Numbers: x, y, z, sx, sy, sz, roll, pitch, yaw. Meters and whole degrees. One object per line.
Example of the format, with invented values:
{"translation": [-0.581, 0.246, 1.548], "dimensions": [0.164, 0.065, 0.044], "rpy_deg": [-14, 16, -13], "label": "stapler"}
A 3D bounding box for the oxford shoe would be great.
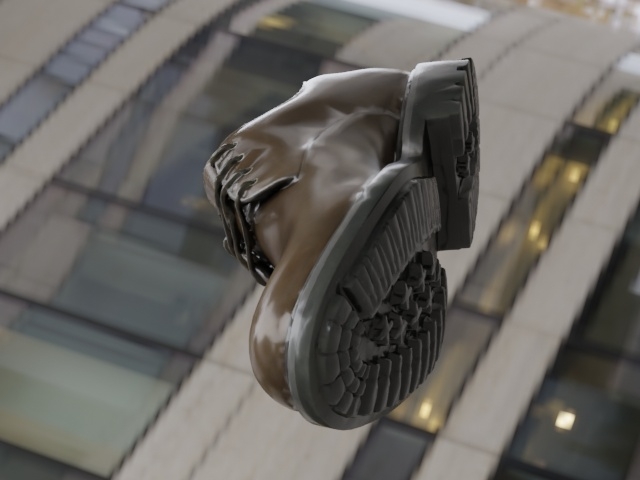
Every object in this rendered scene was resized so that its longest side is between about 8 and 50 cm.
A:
{"translation": [0.000, 0.000, 0.667], "dimensions": [0.227, 0.096, 0.082], "rpy_deg": [-65, -26, -65], "label": "oxford shoe"}
